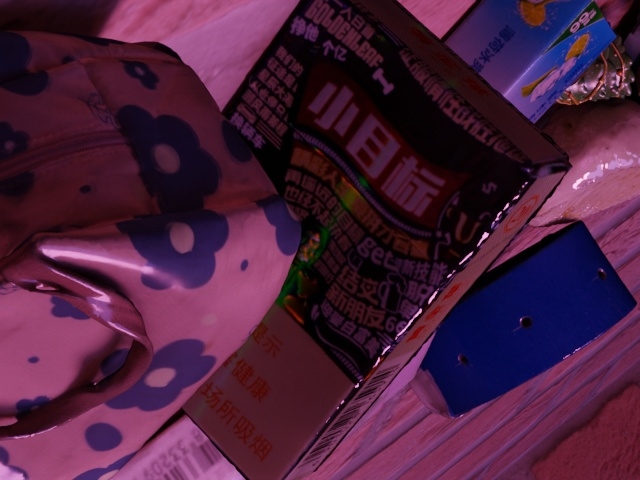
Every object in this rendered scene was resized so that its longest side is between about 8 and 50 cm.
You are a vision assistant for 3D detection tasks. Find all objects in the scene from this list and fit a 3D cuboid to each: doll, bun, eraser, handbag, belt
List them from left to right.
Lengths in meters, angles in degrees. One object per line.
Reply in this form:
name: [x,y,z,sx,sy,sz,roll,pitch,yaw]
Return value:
handbag: [-0.164,0.022,0.920,0.251,0.190,0.193,-48,154,25]
eraser: [-0.048,0.183,1.745,0.397,0.082,0.213,-37,163,-24]
belt: [0.203,0.090,1.905,0.212,0.117,0.347,-34,179,-21]
doll: [0.245,-0.147,1.668,0.113,0.077,0.078,-38,171,-21]
bun: [0.263,-0.087,1.746,0.183,0.102,0.183,-22,166,-6]

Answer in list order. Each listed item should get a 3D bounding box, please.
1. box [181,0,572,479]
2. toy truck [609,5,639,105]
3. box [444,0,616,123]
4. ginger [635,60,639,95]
box: [0.000,0.000,1.213,0.310,0.198,0.084,-53,162,24]
toy truck: [0.360,-0.196,1.792,0.140,0.108,0.257,-50,171,-35]
box: [0.146,-0.135,1.462,0.194,0.073,0.139,-47,164,8]
ginger: [0.333,-0.237,1.578,0.122,0.084,0.290,-47,148,-30]
